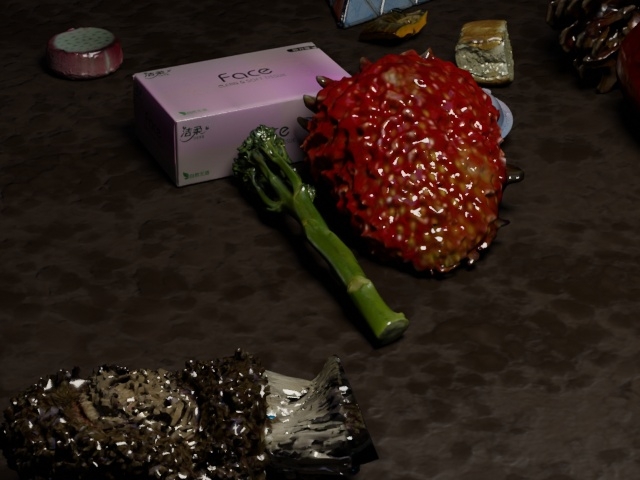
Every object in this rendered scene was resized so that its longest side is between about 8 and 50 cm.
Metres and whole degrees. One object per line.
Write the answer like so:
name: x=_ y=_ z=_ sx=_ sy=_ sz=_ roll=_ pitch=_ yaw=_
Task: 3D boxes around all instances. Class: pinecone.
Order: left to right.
pinecone: x=0.385 y=-0.301 z=2.079 sx=0.184 sy=0.179 sz=0.205 roll=28 pitch=44 yaw=-14

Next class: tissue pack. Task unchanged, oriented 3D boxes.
tissue pack: x=-0.086 y=-0.156 z=1.908 sx=0.246 sy=0.092 sz=0.148 roll=-13 pitch=34 yaw=-24

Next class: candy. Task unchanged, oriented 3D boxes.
candy: x=-0.317 y=-0.252 z=2.117 sx=0.103 sy=0.043 sz=0.103 roll=1 pitch=30 yaw=0

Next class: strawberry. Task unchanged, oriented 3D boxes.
strawberry: x=0.114 y=-0.106 z=1.745 sx=0.233 sy=0.138 sz=0.306 roll=-15 pitch=41 yaw=-15

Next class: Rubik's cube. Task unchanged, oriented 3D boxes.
Rubik's cube: x=0.114 y=-0.412 z=2.324 sx=0.178 sy=0.190 sz=0.211 roll=10 pitch=31 yaw=-19

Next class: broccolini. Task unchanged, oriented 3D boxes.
broccolini: x=0.003 y=-0.004 z=1.703 sx=0.074 sy=0.079 sz=0.392 roll=-3 pitch=36 yaw=-27

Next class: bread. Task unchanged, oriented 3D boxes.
bread: x=0.219 y=-0.248 z=2.098 sx=0.070 sy=0.077 sz=0.083 roll=-4 pitch=29 yaw=15

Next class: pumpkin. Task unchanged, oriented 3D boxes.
pumpkin: x=0.104 y=-0.299 z=2.223 sx=0.073 sy=0.035 sz=0.101 roll=10 pitch=33 yaw=38

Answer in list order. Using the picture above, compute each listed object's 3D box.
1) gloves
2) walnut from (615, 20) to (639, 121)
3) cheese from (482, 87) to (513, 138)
gloves: x=-0.108 y=0.170 z=1.303 sx=0.312 sy=0.135 sz=0.210 roll=-1 pitch=30 yaw=-2
walnut: x=0.499 y=-0.196 z=1.899 sx=0.244 sy=0.222 sz=0.269 roll=25 pitch=16 yaw=-22
cheese: x=0.160 y=-0.128 z=1.907 sx=0.135 sy=0.052 sz=0.245 roll=6 pitch=35 yaw=12
